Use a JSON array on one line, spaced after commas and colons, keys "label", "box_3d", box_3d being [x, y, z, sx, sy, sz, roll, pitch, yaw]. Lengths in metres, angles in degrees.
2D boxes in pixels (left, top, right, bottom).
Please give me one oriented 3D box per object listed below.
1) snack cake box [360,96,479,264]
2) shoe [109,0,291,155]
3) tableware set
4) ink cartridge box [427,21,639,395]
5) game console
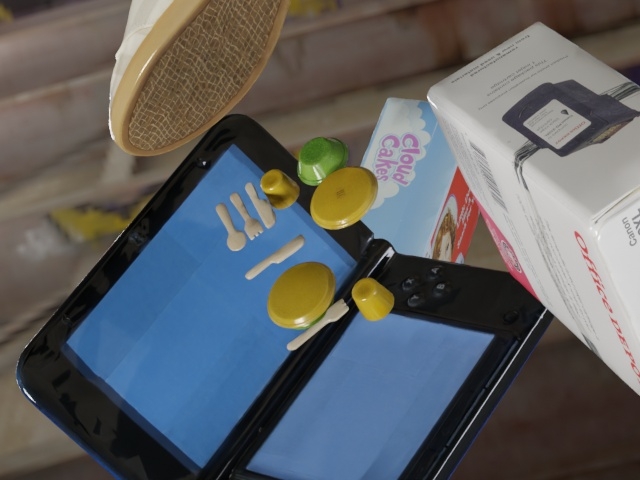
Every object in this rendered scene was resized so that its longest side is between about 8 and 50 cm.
[{"label": "snack cake box", "box_3d": [0.070, 0.016, 1.773, 0.089, 0.152, 0.264, 9, -128, 17]}, {"label": "shoe", "box_3d": [-0.056, -0.142, 1.069, 0.076, 0.219, 0.058, 13, -149, -39]}, {"label": "tableware set", "box_3d": [0.000, 0.000, 1.224, 0.104, 0.024, 0.154, -36, -135, 5]}, {"label": "ink cartridge box", "box_3d": [0.184, -0.016, 1.252, 0.100, 0.172, 0.237, -32, -149, -6]}, {"label": "game console", "box_3d": [-0.018, 0.069, 1.378, 0.250, 0.173, 0.293, 10, -129, 39]}]
